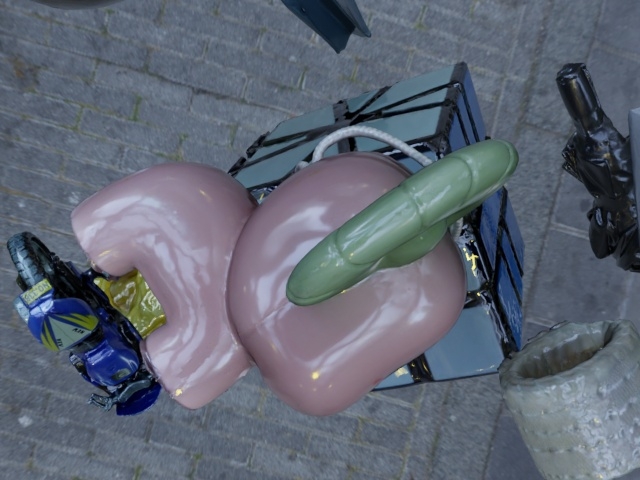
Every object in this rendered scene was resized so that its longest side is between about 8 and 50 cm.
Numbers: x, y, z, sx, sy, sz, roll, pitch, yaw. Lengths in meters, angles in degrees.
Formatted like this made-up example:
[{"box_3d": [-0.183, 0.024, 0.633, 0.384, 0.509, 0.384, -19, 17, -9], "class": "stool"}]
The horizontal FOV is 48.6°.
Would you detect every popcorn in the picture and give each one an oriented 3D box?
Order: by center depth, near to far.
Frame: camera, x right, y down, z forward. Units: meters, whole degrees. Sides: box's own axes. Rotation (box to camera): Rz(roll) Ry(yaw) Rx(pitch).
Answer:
[{"box_3d": [-0.232, 0.082, 1.102, 0.249, 0.249, 0.225, 3, 96, -7], "class": "popcorn"}]

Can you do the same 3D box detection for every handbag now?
[{"box_3d": [-0.018, -0.400, 1.074, 0.062, 0.229, 0.179, -28, 69, 20], "class": "handbag"}]

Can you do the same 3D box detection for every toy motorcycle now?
[{"box_3d": [-0.254, 0.105, 0.796, 0.113, 0.315, 0.169, -32, 64, -9], "class": "toy motorcycle"}]

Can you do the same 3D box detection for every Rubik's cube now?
[{"box_3d": [0.069, -0.010, 0.845, 0.293, 0.288, 0.284, -15, 114, 26], "class": "Rubik's cube"}]

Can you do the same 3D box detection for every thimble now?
[{"box_3d": [0.199, 0.118, 0.534, 0.115, 0.102, 0.090, -30, 96, -44], "class": "thimble"}]

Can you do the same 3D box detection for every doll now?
[{"box_3d": [0.000, 0.000, 0.498, 0.268, 0.284, 0.216, -32, 89, 5], "class": "doll"}]

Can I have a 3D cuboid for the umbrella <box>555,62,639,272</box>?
[{"box_3d": [0.382, -0.087, 0.937, 0.118, 0.118, 0.340, -41, 123, -7], "class": "umbrella"}]

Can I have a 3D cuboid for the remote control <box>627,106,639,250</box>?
[{"box_3d": [0.390, -0.025, 0.805, 0.034, 0.103, 0.250, -13, 111, 6], "class": "remote control"}]

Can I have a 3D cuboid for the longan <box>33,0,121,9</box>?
[{"box_3d": [-0.237, -0.362, 0.657, 0.297, 0.297, 0.298, 0, 87, -7], "class": "longan"}]
